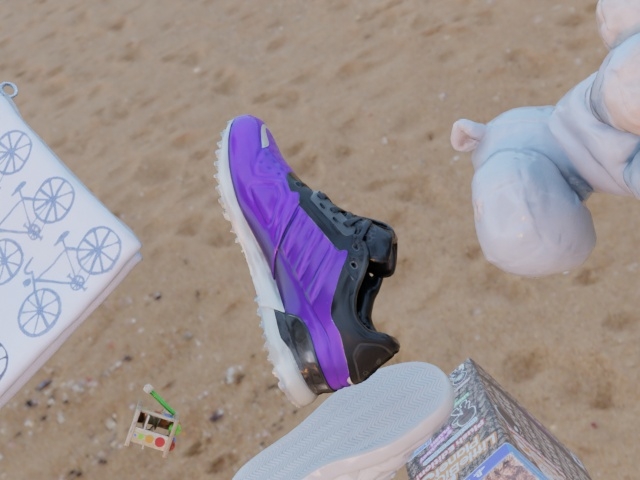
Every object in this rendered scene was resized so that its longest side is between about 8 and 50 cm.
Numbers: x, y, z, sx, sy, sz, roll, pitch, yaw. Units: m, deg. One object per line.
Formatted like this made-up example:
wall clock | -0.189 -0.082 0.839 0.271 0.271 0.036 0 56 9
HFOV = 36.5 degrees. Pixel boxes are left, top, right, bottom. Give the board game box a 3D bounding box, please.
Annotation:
board game box | 0.235 0.315 1.201 0.141 0.232 0.291 -45 11 10

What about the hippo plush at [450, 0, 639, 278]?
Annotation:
hippo plush | 0.223 -0.098 0.832 0.236 0.234 0.294 -19 41 29

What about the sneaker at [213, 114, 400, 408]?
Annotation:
sneaker | 0.000 0.000 0.938 0.146 0.102 0.293 -21 75 14

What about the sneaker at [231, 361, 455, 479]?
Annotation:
sneaker | 0.055 0.261 1.117 0.292 0.169 0.108 -34 38 15

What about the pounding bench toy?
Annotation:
pounding bench toy | -0.216 0.238 1.296 0.052 0.065 0.083 -150 79 -82

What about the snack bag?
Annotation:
snack bag | -0.328 0.011 0.695 0.323 0.037 0.342 -46 65 3
